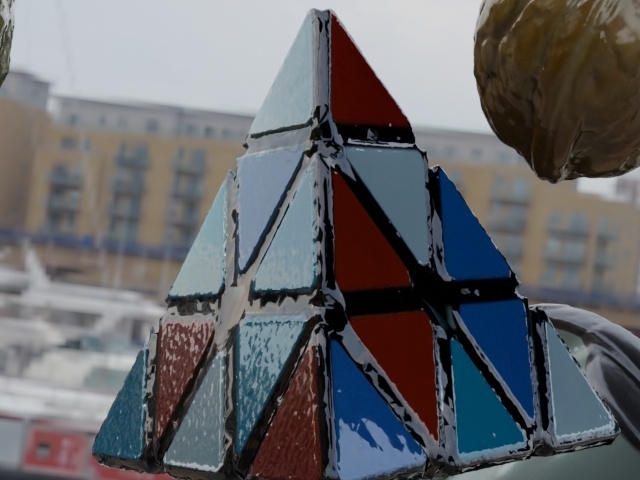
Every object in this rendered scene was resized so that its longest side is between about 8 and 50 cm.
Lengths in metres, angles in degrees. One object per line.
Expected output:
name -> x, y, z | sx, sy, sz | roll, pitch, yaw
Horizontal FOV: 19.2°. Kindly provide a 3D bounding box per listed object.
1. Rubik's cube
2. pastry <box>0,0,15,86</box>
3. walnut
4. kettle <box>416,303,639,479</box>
Rubik's cube -> 0.000, 0.000, 0.915 | 0.284, 0.234, 0.250 | -2, -1, 8
pastry -> -0.218, -0.081, 0.576 | 0.257, 0.236, 0.121 | 41, -7, -2
walnut -> 0.117, -0.080, 0.841 | 0.105, 0.105, 0.124 | 8, -42, -5
kettle -> 0.142, 0.163, 1.201 | 0.161, 0.236, 0.221 | 3, 44, -50
